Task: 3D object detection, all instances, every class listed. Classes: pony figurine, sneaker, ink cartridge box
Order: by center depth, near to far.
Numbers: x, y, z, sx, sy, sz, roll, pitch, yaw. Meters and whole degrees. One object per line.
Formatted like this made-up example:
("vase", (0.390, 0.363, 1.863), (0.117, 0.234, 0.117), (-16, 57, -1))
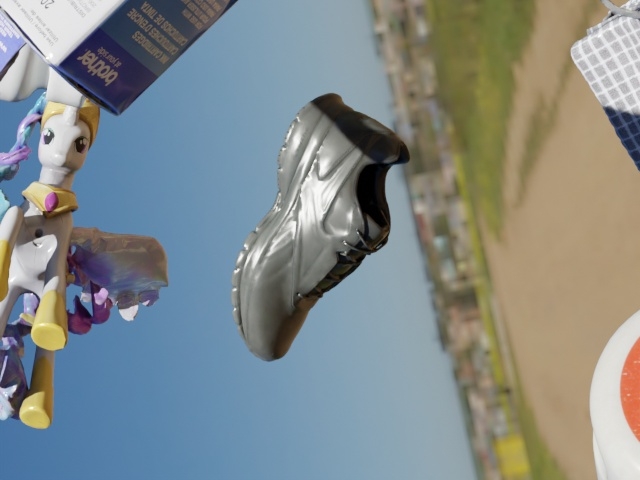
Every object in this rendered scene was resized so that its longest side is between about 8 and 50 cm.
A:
("ink cartridge box", (-0.173, -0.295, 1.575), (0.270, 0.395, 0.151), (48, -179, 22))
("sneaker", (0.000, 0.000, 1.973), (0.109, 0.130, 0.286), (-12, -56, -62))
("pony figurine", (-0.325, 0.026, 2.264), (0.351, 0.303, 0.363), (109, 171, -53))

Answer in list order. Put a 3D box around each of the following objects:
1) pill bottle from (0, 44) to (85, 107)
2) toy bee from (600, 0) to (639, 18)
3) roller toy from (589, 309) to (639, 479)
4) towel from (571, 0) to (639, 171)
("pill bottle", (-0.319, -0.197, 1.802), (0.121, 0.221, 0.121), (-167, 90, -85))
("toy bee", (0.121, -0.297, 1.187), (0.162, 0.195, 0.298), (6, -144, -51))
("roller toy", (0.289, 0.134, 1.359), (0.209, 0.191, 0.146), (42, 163, 32))
("towel", (0.464, -0.186, 2.426), (0.284, 0.121, 0.235), (59, 153, -4))
